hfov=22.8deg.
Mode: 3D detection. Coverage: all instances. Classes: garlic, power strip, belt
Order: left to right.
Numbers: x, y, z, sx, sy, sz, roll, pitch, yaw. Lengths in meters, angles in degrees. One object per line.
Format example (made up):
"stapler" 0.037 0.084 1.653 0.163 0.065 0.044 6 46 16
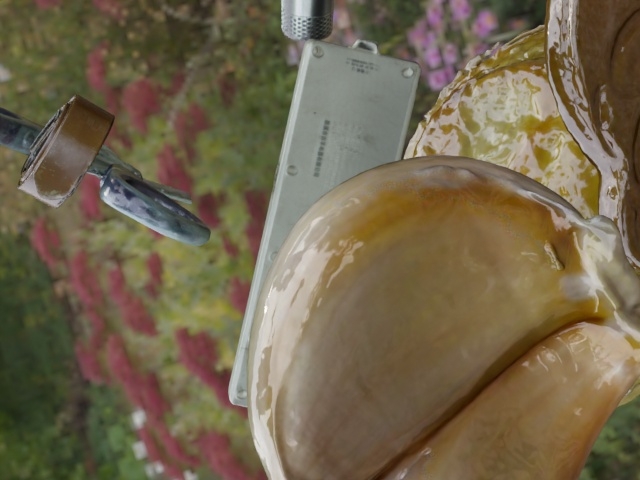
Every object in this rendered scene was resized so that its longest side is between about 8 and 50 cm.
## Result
"belt" -0.167 -0.056 1.028 0.083 0.036 0.059 -46 21 40
"power strip" 0.000 0.000 1.420 0.043 0.106 0.367 -104 27 -80
"garlic" 0.084 0.106 1.063 0.249 0.313 0.286 42 176 36

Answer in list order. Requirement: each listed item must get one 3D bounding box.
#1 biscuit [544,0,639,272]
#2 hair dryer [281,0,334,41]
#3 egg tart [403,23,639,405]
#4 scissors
"biscuit" 0.354 -0.124 1.397 0.394 0.350 0.070 36 162 -24
"hair dryer" 0.033 -0.418 1.751 0.155 0.284 0.320 17 134 23
"egg tart" 0.232 -0.041 1.618 0.443 0.178 0.443 -13 67 35
"scissors" -0.179 -0.059 1.339 0.256 0.029 0.383 28 -178 6
